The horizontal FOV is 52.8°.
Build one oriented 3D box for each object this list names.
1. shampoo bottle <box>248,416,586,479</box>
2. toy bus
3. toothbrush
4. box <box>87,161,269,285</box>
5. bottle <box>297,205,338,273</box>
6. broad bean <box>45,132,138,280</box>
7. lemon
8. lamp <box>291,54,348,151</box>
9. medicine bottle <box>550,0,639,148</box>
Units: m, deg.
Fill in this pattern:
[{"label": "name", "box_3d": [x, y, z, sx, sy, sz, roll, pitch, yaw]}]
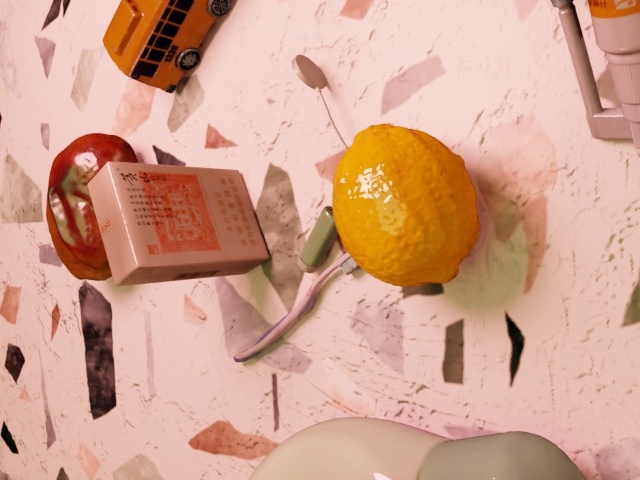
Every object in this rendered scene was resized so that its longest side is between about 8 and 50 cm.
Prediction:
[{"label": "shampoo bottle", "box_3d": [0.091, 0.277, 0.630, 0.350, 0.151, 0.221, -22, 75, 36]}, {"label": "toy bus", "box_3d": [-0.214, -0.311, 0.889, 0.201, 0.114, 0.098, -50, 61, 28]}, {"label": "toothbrush", "box_3d": [-0.030, 0.086, 0.806, 0.269, 0.021, 0.027, -43, 60, 31]}, {"label": "box", "box_3d": [-0.171, -0.022, 0.803, 0.058, 0.201, 0.141, -33, 69, 39]}, {"label": "bottle", "box_3d": [0.000, 0.000, 0.775, 0.030, 0.030, 0.083, 42, 116, 31]}, {"label": "broad bean", "box_3d": [-0.343, -0.051, 0.995, 0.156, 0.122, 0.228, 5, 101, 13]}, {"label": "lemon", "box_3d": [0.081, -0.040, 0.640, 0.142, 0.142, 0.187, -37, 62, 33]}, {"label": "lamp", "box_3d": [0.007, -0.129, 0.755, 0.056, 0.050, 0.198, -37, 69, 35]}, {"label": "medicine bottle", "box_3d": [0.231, -0.174, 0.505, 0.092, 0.061, 0.220, 11, 135, 49]}]
